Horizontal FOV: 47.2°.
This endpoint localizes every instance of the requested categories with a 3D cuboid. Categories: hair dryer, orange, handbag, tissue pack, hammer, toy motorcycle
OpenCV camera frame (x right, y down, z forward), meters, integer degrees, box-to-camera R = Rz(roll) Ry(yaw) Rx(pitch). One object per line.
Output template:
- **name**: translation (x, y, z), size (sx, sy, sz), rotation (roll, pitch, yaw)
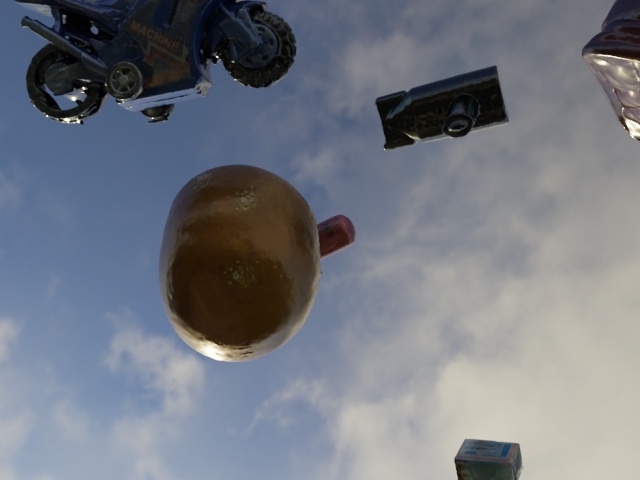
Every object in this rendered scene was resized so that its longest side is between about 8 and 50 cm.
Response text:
- **hair dryer**: translation (0.209, -0.223, 1.326), size (0.245, 0.302, 0.116), rotation (-13, -77, 18)
- **orange**: translation (-0.060, 0.018, 0.579), size (0.124, 0.156, 0.156), rotation (2, -54, 6)
- **handbag**: translation (0.348, -0.168, 0.688), size (0.146, 0.135, 0.225), rotation (30, 0, 36)
- **tissue pack**: translation (0.270, 0.356, 1.169), size (0.095, 0.074, 0.058), rotation (-3, -76, 29)
- **hammer**: translation (0.000, 0.000, 0.823), size (0.083, 0.043, 0.043), rotation (-27, -69, 22)
- **toy motorcycle**: translation (-0.122, -0.152, 0.536), size (0.205, 0.076, 0.114), rotation (-9, -93, 6)
